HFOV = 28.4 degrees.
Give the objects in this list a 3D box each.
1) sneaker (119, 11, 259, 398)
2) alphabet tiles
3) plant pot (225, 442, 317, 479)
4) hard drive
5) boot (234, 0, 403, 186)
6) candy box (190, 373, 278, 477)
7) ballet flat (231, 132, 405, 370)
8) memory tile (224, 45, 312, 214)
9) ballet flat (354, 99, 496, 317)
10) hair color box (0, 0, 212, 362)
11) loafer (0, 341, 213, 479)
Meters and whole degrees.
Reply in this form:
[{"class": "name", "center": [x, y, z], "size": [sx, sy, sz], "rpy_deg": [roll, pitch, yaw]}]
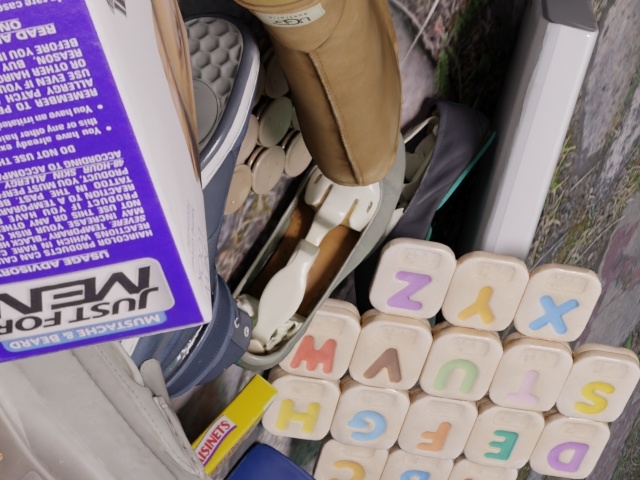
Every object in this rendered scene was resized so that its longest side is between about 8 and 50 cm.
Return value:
[{"class": "sneaker", "center": [-0.081, -0.010, 0.750], "size": [0.226, 0.086, 0.163], "rpy_deg": [-65, 157, -5]}, {"class": "alphabet tiles", "center": [0.101, 0.120, 1.004], "size": [0.021, 0.284, 0.278], "rpy_deg": [-91, -166, -51]}, {"class": "plant pot", "center": [-0.013, 0.345, 1.041], "size": [0.236, 0.212, 0.236], "rpy_deg": [-52, 150, -21]}, {"class": "hard drive", "center": [0.158, -0.041, 1.085], "size": [0.233, 0.047, 0.353], "rpy_deg": [-70, 175, -66]}, {"class": "boot", "center": [-0.006, -0.179, 0.712], "size": [0.269, 0.089, 0.236], "rpy_deg": [53, 39, -72]}, {"class": "candy box", "center": [-0.111, 0.187, 0.891], "size": [0.206, 0.027, 0.105], "rpy_deg": [-46, 171, -31]}, {"class": "ballet flat", "center": [0.000, 0.000, 0.902], "size": [0.213, 0.072, 0.068], "rpy_deg": [-58, 179, -7]}, {"class": "memory tile", "center": [-0.045, -0.074, 0.835], "size": [0.148, 0.012, 0.113], "rpy_deg": [-32, 140, -47]}, {"class": "ballet flat", "center": [0.065, -0.030, 1.012], "size": [0.203, 0.074, 0.074], "rpy_deg": [-58, 153, -16]}, {"class": "hair color box", "center": [-0.126, -0.128, 0.441], "size": [0.339, 0.110, 0.185], "rpy_deg": [80, 1, -52]}, {"class": "loafer", "center": [-0.102, 0.099, 0.595], "size": [0.112, 0.319, 0.111], "rpy_deg": [-33, -173, 39]}]
